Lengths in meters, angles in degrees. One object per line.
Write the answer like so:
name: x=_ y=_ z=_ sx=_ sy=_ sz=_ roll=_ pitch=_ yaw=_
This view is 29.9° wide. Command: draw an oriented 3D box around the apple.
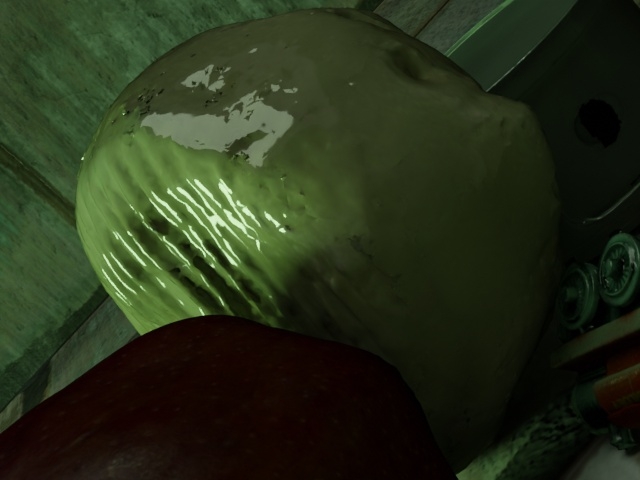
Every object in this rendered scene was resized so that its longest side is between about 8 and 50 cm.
apple: x=-0.065 y=0.195 z=0.590 sx=0.288 sy=0.288 sz=0.317 roll=-34 pitch=10 yaw=43

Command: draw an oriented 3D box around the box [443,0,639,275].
box: x=0.173 y=-0.093 z=0.938 sx=0.226 sy=0.149 sz=0.226 roll=-42 pitch=13 yaw=12

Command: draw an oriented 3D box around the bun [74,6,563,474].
bun: x=0.000 y=0.000 z=0.795 sx=0.234 sy=0.326 sz=0.362 roll=-56 pitch=-7 yaw=-33

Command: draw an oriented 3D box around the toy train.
toy train: x=0.184 y=0.051 z=0.628 sx=0.176 sy=0.074 sz=0.118 roll=137 pitch=138 yaw=-58
